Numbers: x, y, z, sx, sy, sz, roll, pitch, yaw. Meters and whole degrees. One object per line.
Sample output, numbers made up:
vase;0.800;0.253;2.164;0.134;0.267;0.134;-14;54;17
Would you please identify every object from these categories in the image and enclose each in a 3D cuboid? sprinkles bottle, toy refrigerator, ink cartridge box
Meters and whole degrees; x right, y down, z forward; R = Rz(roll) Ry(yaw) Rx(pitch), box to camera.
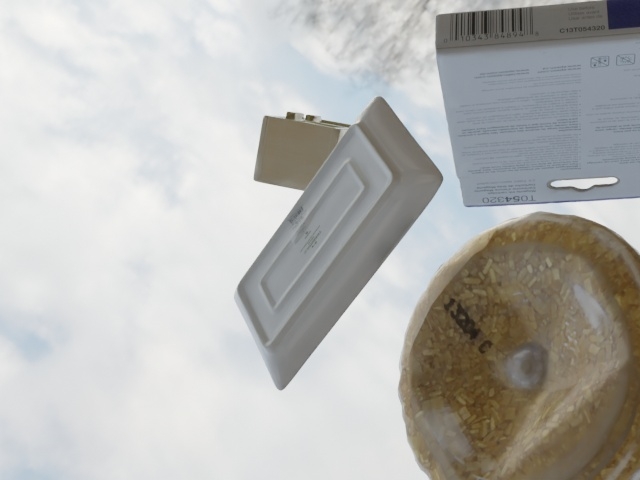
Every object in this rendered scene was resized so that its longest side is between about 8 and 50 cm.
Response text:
sprinkles bottle;0.193;0.089;0.505;0.355;0.121;0.121;20;-135;-42
toy refrigerator;0.002;-0.122;1.450;0.102;0.094;0.269;12;-171;13
ink cartridge box;0.316;-0.160;1.296;0.324;0.330;0.071;-3;-119;11

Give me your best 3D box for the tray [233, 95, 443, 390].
tray;0.000;0.000;1.021;0.030;0.270;0.145;18;-152;-37
